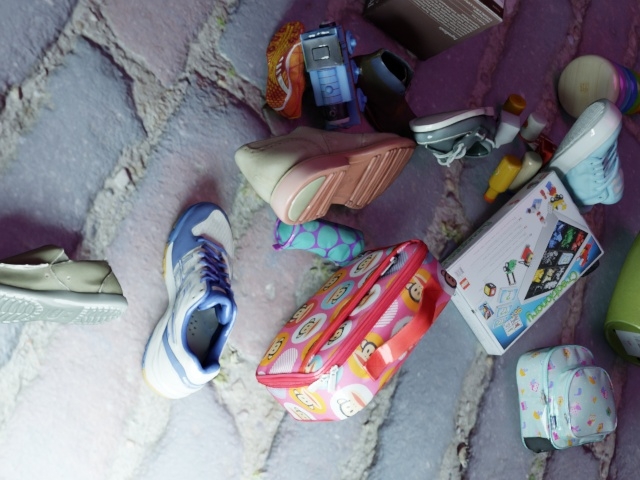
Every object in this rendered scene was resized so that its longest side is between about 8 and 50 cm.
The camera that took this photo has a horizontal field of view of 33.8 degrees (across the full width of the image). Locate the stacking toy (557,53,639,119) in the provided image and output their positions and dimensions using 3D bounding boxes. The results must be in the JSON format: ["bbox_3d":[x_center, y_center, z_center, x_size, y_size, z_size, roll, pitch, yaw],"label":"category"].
[{"bbox_3d":[0.664,-0.323,2.322,0.330,0.141,0.141,-1,77,-47],"label":"stacking toy"}]

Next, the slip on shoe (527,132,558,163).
[{"bbox_3d":[0.469,-0.175,2.156,0.135,0.041,0.051,31,55,-9],"label":"slip on shoe"}]

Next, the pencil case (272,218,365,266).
[{"bbox_3d":[0.000,0.000,1.673,0.151,0.070,0.064,18,20,-35],"label":"pencil case"}]

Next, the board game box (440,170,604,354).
[{"bbox_3d":[0.367,0.039,1.927,0.305,0.053,0.193,-40,105,-22],"label":"board game box"}]

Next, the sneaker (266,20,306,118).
[{"bbox_3d":[-0.053,-0.280,1.731,0.067,0.064,0.175,37,56,-54],"label":"sneaker"}]

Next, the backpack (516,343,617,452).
[{"bbox_3d":[0.445,0.281,1.922,0.165,0.144,0.188,-1,74,-36],"label":"backpack"}]

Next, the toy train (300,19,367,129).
[{"bbox_3d":[0.022,-0.270,1.738,0.105,0.080,0.184,-45,127,-66],"label":"toy train"}]

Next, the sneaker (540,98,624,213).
[{"bbox_3d":[0.517,-0.146,1.961,0.150,0.366,0.135,31,78,5],"label":"sneaker"}]

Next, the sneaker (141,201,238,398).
[{"bbox_3d":[-0.155,0.074,1.471,0.111,0.131,0.297,23,61,-32],"label":"sneaker"}]

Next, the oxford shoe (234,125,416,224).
[{"bbox_3d":[0.022,-0.137,1.690,0.146,0.140,0.397,41,27,20],"label":"oxford shoe"}]

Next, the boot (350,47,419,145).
[{"bbox_3d":[0.132,-0.248,1.838,0.219,0.106,0.082,37,55,-27],"label":"boot"}]

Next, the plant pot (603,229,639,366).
[{"bbox_3d":[0.715,0.113,2.153,0.293,0.274,0.275,-45,107,-25],"label":"plant pot"}]

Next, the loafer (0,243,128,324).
[{"bbox_3d":[-0.364,0.053,1.333,0.251,0.094,0.087,11,58,-43],"label":"loafer"}]

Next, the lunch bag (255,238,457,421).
[{"bbox_3d":[0.062,0.132,1.532,0.120,0.258,0.293,49,62,-16],"label":"lunch bag"}]

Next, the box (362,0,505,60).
[{"bbox_3d":[0.214,-0.465,1.912,0.167,0.203,0.169,29,59,-31],"label":"box"}]

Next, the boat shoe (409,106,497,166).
[{"bbox_3d":[0.247,-0.183,1.876,0.319,0.116,0.099,-21,105,-65],"label":"boat shoe"}]

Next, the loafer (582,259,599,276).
[{"bbox_3d":[0.451,0.026,2.059,0.223,0.076,0.078,4,54,-35],"label":"loafer"}]

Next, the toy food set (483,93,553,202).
[{"bbox_3d":[0.379,-0.172,2.053,0.111,0.104,0.232,19,44,-11],"label":"toy food set"}]
